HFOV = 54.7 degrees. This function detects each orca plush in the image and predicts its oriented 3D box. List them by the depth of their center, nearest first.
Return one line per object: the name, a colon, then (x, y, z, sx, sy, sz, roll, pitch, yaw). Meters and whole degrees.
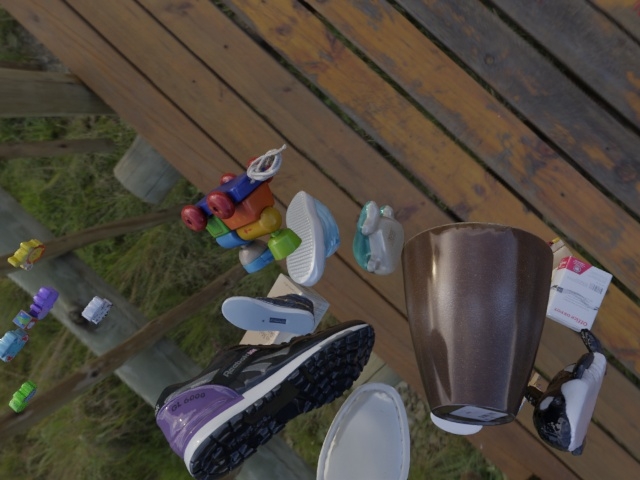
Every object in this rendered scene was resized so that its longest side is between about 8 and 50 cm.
orca plush: (0.364, 0.219, 0.948, 0.102, 0.287, 0.151, 8, 122, 32)

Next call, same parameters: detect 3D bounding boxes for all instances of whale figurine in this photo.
whale figurine: (0.148, -0.011, 1.813, 0.141, 0.272, 0.216, 8, 67, 27)

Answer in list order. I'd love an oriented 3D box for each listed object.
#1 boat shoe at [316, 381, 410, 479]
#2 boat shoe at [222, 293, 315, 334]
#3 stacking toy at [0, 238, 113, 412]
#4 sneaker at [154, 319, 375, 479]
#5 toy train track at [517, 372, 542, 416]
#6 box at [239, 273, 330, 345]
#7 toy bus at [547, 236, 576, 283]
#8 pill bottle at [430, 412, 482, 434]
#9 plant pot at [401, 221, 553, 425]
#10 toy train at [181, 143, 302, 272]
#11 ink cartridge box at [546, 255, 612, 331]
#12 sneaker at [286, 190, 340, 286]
boat shoe: (0.058, 0.350, 0.817, 0.117, 0.097, 0.324, 4, 79, 18)
boat shoe: (-0.101, 0.139, 1.231, 0.183, 0.083, 0.065, 12, 110, -4)
stacking toy: (-0.456, 0.130, 0.961, 0.167, 0.052, 0.221, 35, 79, 8)
sneaker: (-0.064, 0.153, 0.749, 0.124, 0.283, 0.107, 36, 140, 38)
toy train track: (0.344, 0.259, 1.028, 0.014, 0.048, 0.083, 30, 93, -22)
box: (-0.122, 0.275, 1.863, 0.148, 0.121, 0.311, 34, 96, 50)
toy bus: (0.603, 0.084, 1.678, 0.202, 0.104, 0.191, 10, 88, 29)
pill bottle: (0.394, 0.377, 1.709, 0.161, 0.283, 0.161, 11, 135, 12)
plant pot: (0.213, 0.126, 0.851, 0.215, 0.215, 0.230, -1, 61, 16)
toy train: (-0.076, -0.034, 0.854, 0.143, 0.105, 0.248, 53, 146, -15)
ink cartridge box: (0.601, 0.129, 1.462, 0.109, 0.063, 0.150, 26, 83, 3)
sneaker: (0.000, 0.000, 1.669, 0.150, 0.366, 0.135, 26, 123, -22)
